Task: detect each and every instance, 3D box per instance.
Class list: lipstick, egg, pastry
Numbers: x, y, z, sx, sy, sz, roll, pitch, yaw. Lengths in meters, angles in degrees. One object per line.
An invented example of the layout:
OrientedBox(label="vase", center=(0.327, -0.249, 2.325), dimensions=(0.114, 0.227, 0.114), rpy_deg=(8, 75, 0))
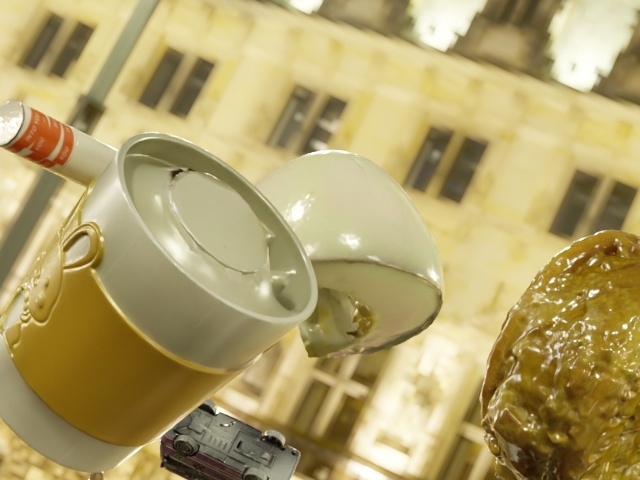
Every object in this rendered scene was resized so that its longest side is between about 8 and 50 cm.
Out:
OrientedBox(label="lipstick", center=(-0.192, -0.067, 1.382), dimensions=(0.038, 0.038, 0.131), rpy_deg=(10, -12, 43))
OrientedBox(label="egg", center=(0.019, -0.003, 1.839), dimensions=(0.206, 0.161, 0.271), rpy_deg=(-17, -27, 27))
OrientedBox(label="pastry", center=(0.233, 0.118, 1.451), dimensions=(0.240, 0.235, 0.132), rpy_deg=(-6, 29, -45))

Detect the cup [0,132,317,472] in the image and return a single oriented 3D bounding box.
OrientedBox(label="cup", center=(-0.139, 0.035, 1.377), dimensions=(0.185, 0.226, 0.241), rpy_deg=(30, 27, -29))

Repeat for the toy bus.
OrientedBox(label="toy bus", center=(-0.126, 0.288, 2.382), dimensions=(0.178, 0.087, 0.098), rpy_deg=(26, -43, 2))

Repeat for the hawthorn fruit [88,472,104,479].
OrientedBox(label="hawthorn fruit", center=(-0.224, 0.338, 1.726), dimensions=(0.215, 0.249, 0.215), rpy_deg=(-3, -10, 0))
